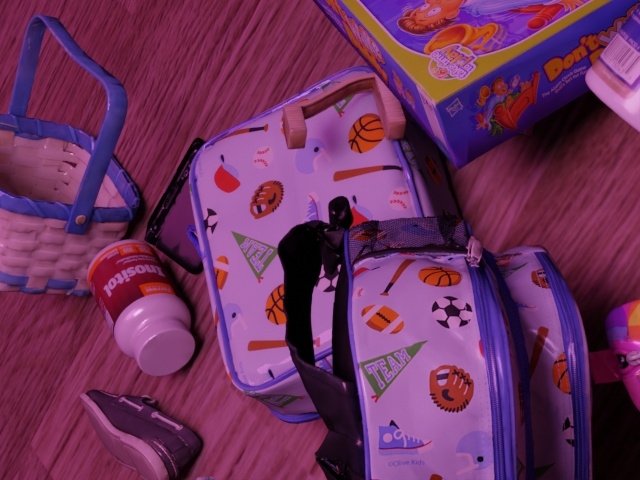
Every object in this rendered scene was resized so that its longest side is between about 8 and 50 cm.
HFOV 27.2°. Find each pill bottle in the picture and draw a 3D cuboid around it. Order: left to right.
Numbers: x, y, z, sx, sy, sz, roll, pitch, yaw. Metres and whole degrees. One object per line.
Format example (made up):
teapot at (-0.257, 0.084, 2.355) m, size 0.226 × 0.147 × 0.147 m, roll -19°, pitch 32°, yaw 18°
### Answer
pill bottle at (-0.192, 0.074, 1.436) m, size 0.086 × 0.086 × 0.152 m, roll -54°, pitch 43°, yaw 17°
pill bottle at (0.294, -0.160, 0.975) m, size 0.187 × 0.112 × 0.112 m, roll -53°, pitch 43°, yaw 19°

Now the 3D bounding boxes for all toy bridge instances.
toy bridge at (0.059, -0.117, 1.138) m, size 0.026 × 0.188 × 0.063 m, roll 95°, pitch 164°, yaw -52°

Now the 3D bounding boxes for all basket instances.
basket at (-0.319, -0.093, 1.554) m, size 0.255 × 0.201 × 0.289 m, roll 44°, pitch 118°, yaw 48°

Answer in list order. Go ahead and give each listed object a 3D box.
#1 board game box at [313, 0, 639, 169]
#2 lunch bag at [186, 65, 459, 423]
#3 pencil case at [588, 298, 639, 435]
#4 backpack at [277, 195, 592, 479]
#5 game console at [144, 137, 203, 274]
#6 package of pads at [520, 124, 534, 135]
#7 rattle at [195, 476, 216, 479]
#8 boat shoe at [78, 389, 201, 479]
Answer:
board game box at (0.125, -0.239, 1.138) m, size 0.233 × 0.078 × 0.347 m, roll -31°, pitch 46°, yaw -4°
lunch bag at (0.000, 0.000, 1.198) m, size 0.243 × 0.115 × 0.303 m, roll -27°, pitch 53°, yaw 19°
pencil case at (0.303, 0.055, 0.889) m, size 0.236 × 0.104 × 0.104 m, roll -28°, pitch 55°, yaw 37°
backpack at (0.086, 0.122, 0.939) m, size 0.213 × 0.263 × 0.276 m, roll -8°, pitch 106°, yaw 10°
game console at (-0.139, -0.040, 1.481) m, size 0.122 × 0.071 × 0.107 m, roll -59°, pitch 12°, yaw 11°
package of pads at (0.169, -0.133, 1.163) m, size 0.050 × 0.032 × 0.083 m, roll 6°, pitch 79°, yaw 47°
rattle at (-0.041, 0.280, 1.202) m, size 0.143 × 0.130 × 0.200 m, roll -35°, pitch 23°, yaw 20°
boat shoe at (-0.195, 0.202, 1.424) m, size 0.065 × 0.075 × 0.206 m, roll -32°, pitch 28°, yaw -23°
